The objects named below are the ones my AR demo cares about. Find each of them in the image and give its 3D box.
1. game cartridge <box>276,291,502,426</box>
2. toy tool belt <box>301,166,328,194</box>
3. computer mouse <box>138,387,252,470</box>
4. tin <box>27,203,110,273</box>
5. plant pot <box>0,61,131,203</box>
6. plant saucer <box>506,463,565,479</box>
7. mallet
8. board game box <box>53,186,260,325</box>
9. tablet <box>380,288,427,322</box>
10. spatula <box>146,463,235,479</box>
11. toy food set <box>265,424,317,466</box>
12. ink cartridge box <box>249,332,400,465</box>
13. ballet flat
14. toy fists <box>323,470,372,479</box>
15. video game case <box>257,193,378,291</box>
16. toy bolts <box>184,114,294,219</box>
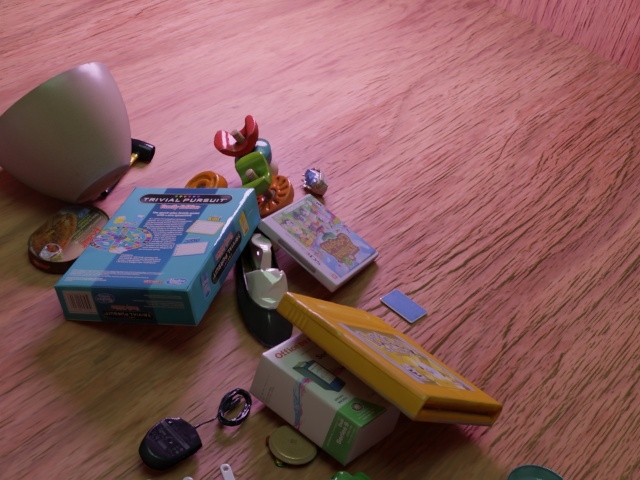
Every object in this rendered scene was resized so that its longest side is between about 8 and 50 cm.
[{"bbox_3d":[0.118,0.198,1.724,0.324,0.052,0.285,37,11,34],"label":"game cartridge"},{"bbox_3d":[-0.018,-0.135,2.239,0.051,0.052,0.083,5,37,-25],"label":"toy tool belt"},{"bbox_3d":[-0.196,0.301,1.640,0.071,0.041,0.242,43,38,21],"label":"computer mouse"},{"bbox_3d":[-0.471,-0.004,1.936,0.106,0.040,0.189,20,37,14],"label":"tin"},{"bbox_3d":[-0.481,-0.184,2.008,0.284,0.284,0.191,-33,86,-44],"label":"plant pot"},{"bbox_3d":[0.356,0.418,1.675,0.119,0.021,0.119,9,38,-7],"label":"plant saucer"},{"bbox_3d":[-0.417,-0.155,2.151,0.062,0.039,0.189,24,42,13],"label":"mallet"},{"bbox_3d":[-0.283,0.020,1.864,0.254,0.079,0.336,2,33,18],"label":"board game box"},{"bbox_3d":[0.161,0.127,1.997,0.083,0.006,0.054,36,42,27],"label":"tablet"},{"bbox_3d":[-0.160,0.432,1.496,0.168,0.019,0.242,-9,42,-20],"label":"spatula"},{"bbox_3d":[-0.046,0.329,1.658,0.083,0.020,0.083,2,39,-15],"label":"toy food set"},{"bbox_3d":[0.013,0.251,1.703,0.212,0.093,0.154,32,31,25],"label":"ink cartridge box"},{"bbox_3d":[-0.111,0.071,1.907,0.095,0.096,0.280,-1,40,-20],"label":"ballet flat"},{"bbox_3d":[0.002,0.424,1.486,0.279,0.096,0.142,-11,55,-38],"label":"toy fists"},{"bbox_3d":[0.000,0.000,2.018,0.193,0.023,0.212,41,29,9],"label":"video game case"},{"bbox_3d":[-0.158,-0.119,2.148,0.218,0.158,0.228,-22,46,19],"label":"toy bolts"}]
